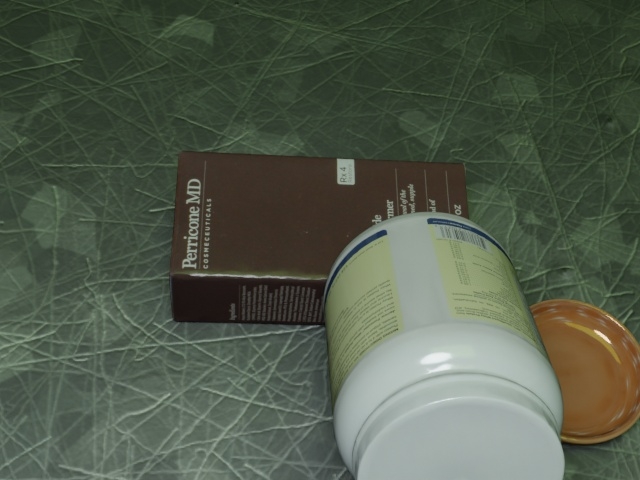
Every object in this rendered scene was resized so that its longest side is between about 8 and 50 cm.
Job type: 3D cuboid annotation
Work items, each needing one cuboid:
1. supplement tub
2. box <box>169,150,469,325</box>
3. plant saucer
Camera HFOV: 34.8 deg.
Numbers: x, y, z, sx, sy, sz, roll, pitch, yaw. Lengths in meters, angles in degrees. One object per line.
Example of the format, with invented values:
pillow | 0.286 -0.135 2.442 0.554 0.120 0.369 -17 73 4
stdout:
supplement tub | 0.125 0.140 1.100 0.235 0.235 0.325 3 31 -4
box | 0.000 0.000 1.330 0.381 0.143 0.191 1 60 -4
plant saucer | 0.323 0.172 1.321 0.200 0.037 0.200 2 60 -4
